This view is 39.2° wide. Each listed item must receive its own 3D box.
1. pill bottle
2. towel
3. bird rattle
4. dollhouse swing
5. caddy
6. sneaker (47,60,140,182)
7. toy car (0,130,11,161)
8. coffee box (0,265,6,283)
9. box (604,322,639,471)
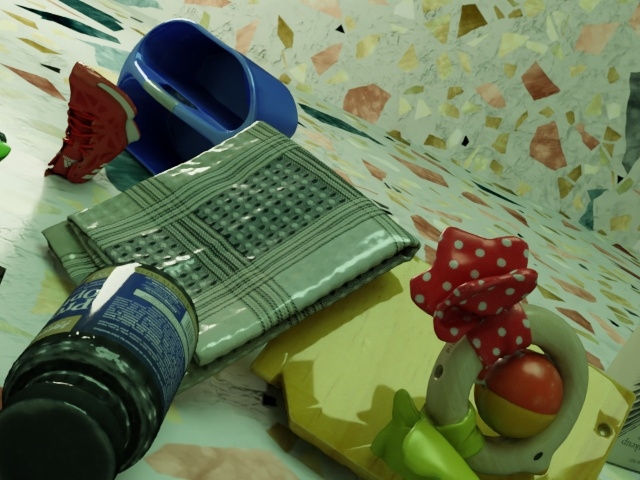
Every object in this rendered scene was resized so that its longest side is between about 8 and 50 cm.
[{"bbox_3d":[-0.177,0.111,0.720,0.122,0.123,0.219,27,20,-5],"label":"pill bottle"},{"bbox_3d":[-0.111,-0.003,0.979,0.324,0.056,0.312,-30,47,-21],"label":"towel"},{"bbox_3d":[0.154,0.123,0.823,0.207,0.254,0.143,17,-1,-28],"label":"bird rattle"},{"bbox_3d":[0.124,0.205,1.053,0.346,0.305,0.315,32,58,12],"label":"dollhouse swing"},{"bbox_3d":[-0.203,-0.213,1.465,0.341,0.241,0.179,40,15,35],"label":"caddy"},{"bbox_3d":[-0.317,-0.144,1.221,0.087,0.128,0.221,34,-13,13],"label":"sneaker"},{"bbox_3d":[-0.489,-0.156,1.126,0.225,0.053,0.239,38,31,7],"label":"toy car"},{"bbox_3d":[-0.341,0.070,0.627,0.141,0.098,0.246,26,16,-8],"label":"coffee box"},{"bbox_3d":[0.492,0.195,1.297,0.113,0.275,0.094,20,18,-24],"label":"box"}]
